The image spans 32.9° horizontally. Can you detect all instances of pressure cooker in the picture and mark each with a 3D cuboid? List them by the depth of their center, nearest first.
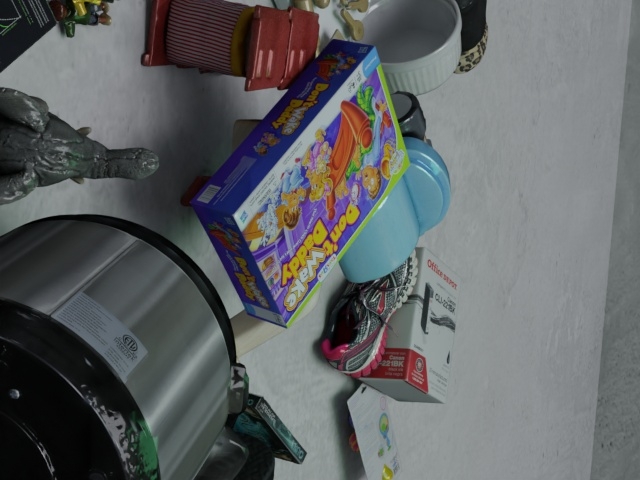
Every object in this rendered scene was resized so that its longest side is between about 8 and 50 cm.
[{"bbox_3d":[-0.284,0.169,1.205,0.420,0.376,0.369,-58,139,-67],"label":"pressure cooker"}]

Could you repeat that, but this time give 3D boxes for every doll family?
[{"bbox_3d":[-0.304,-0.358,1.380,0.111,0.076,0.193,-11,101,-51],"label":"doll family"}]

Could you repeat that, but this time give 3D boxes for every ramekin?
[{"bbox_3d":[0.159,-0.356,1.964,0.207,0.207,0.109,-63,151,-27],"label":"ramekin"}]

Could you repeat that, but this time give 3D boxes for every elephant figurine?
[{"bbox_3d":[-0.342,-0.108,1.216,0.186,0.239,0.169,-51,136,-38],"label":"elephant figurine"}]

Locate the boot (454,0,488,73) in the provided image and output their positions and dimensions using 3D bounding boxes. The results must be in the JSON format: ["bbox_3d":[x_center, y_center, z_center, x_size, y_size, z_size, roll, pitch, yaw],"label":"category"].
[{"bbox_3d":[0.265,-0.542,2.128,0.284,0.138,0.377,78,8,-53],"label":"boot"}]

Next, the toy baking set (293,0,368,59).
[{"bbox_3d":[0.013,-0.414,1.812,0.196,0.030,0.256,-51,136,-42],"label":"toy baking set"}]

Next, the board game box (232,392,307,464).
[{"bbox_3d":[-0.111,0.297,1.756,0.026,0.126,0.186,-62,141,-28],"label":"board game box"}]

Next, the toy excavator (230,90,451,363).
[{"bbox_3d":[0.000,0.000,1.742,0.445,0.433,0.222,-88,161,-50],"label":"toy excavator"}]

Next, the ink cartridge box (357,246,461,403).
[{"bbox_3d":[0.180,0.168,2.148,0.197,0.114,0.272,36,57,-53],"label":"ink cartridge box"}]

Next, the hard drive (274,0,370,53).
[{"bbox_3d":[-0.018,-0.460,1.813,0.203,0.040,0.307,-58,140,-32],"label":"hard drive"}]

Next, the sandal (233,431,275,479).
[{"bbox_3d":[-0.213,0.460,1.617,0.446,0.168,0.107,-38,145,-46],"label":"sandal"}]

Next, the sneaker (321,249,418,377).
[{"bbox_3d":[0.093,0.106,2.032,0.112,0.121,0.299,37,67,-51],"label":"sneaker"}]

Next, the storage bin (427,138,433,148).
[{"bbox_3d":[0.184,-0.150,2.147,0.135,0.098,0.091,-20,103,-54],"label":"storage bin"}]

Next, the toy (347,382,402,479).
[{"bbox_3d":[0.093,0.390,2.142,0.137,0.056,0.237,-40,117,-54],"label":"toy"}]

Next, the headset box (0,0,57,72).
[{"bbox_3d":[-0.448,-0.188,1.036,0.283,0.246,0.131,-53,138,-35],"label":"headset box"}]

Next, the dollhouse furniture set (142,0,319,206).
[{"bbox_3d":[-0.140,-0.165,1.563,0.152,0.201,0.374,-13,113,-55],"label":"dollhouse furniture set"}]

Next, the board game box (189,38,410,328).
[{"bbox_3d":[-0.014,-0.083,1.528,0.347,0.078,0.233,-53,141,-28],"label":"board game box"}]
